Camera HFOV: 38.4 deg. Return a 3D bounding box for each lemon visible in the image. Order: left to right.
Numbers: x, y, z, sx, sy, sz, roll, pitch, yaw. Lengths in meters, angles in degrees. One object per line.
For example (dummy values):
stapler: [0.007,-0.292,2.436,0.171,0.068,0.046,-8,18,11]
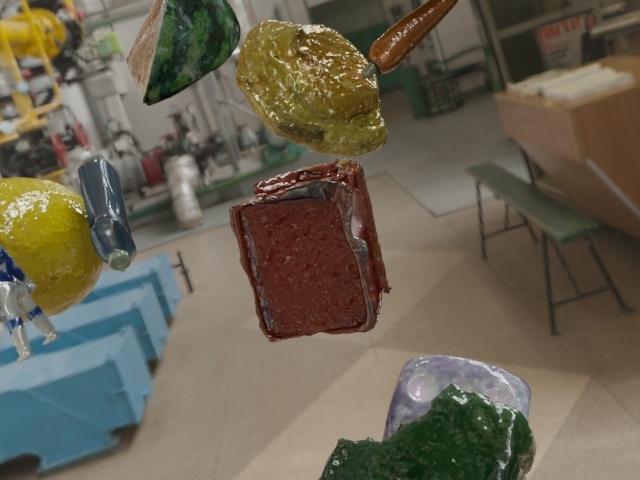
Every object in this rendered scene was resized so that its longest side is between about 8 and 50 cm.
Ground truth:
lemon: [-0.499,0.014,1.519,0.245,0.245,0.320,-7,-2,43]

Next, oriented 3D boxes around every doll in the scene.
doll: [-0.439,0.052,1.241,0.057,0.227,0.114,-26,7,20]

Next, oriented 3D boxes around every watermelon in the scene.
watermelon: [-0.203,-0.263,1.323,0.207,0.136,0.202,-68,15,-18]

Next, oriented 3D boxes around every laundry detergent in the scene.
laundry detergent: [-0.329,-0.032,1.431,0.061,0.096,0.206,-19,51,-5]

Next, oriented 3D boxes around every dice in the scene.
dice: [0.271,0.400,1.856,0.270,0.271,0.270,11,65,13]

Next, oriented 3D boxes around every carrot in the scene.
carrot: [0.197,-0.428,1.804,0.336,0.069,0.069,-45,19,-13]

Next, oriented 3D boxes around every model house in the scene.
model house: [0.000,0.000,1.220,0.160,0.195,0.254,-12,11,12]

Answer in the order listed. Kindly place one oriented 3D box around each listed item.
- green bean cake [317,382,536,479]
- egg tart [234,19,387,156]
green bean cake: [0.174,0.395,1.533,0.300,0.169,0.307,18,70,26]
egg tart: [-0.011,-0.335,1.935,0.340,0.351,0.153,-3,-29,-38]
